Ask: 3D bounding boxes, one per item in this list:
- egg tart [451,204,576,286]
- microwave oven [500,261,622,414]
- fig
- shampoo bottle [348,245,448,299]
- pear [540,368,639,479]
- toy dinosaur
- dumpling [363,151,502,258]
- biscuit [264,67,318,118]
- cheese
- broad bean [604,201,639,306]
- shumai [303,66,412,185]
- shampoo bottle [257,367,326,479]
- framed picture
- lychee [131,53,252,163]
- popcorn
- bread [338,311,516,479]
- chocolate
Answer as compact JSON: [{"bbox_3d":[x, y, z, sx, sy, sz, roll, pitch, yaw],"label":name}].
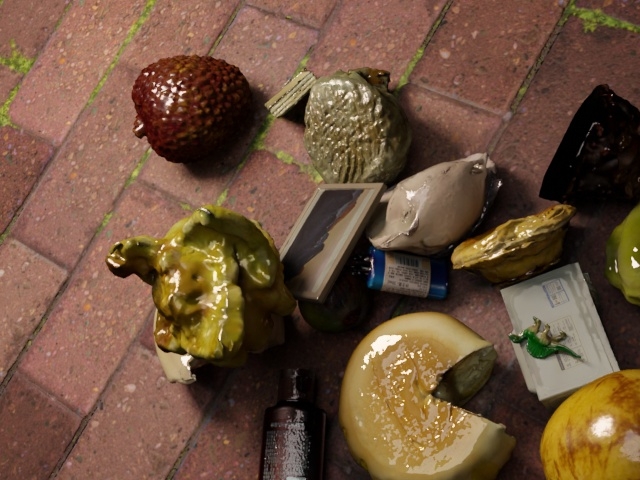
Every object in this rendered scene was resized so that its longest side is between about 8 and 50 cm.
[{"bbox_3d":[0.345,0.012,1.651,0.241,0.241,0.106,-23,89,14],"label":"egg tart"},{"bbox_3d":[0.411,0.168,1.596,0.162,0.122,0.208,-22,61,15],"label":"microwave oven"},{"bbox_3d":[0.003,0.072,1.824,0.149,0.149,0.245,-41,47,4],"label":"fig"},{"bbox_3d":[0.145,0.058,1.747,0.183,0.050,0.087,10,59,-12],"label":"shampoo bottle"},{"bbox_3d":[0.471,0.327,1.416,0.280,0.281,0.281,-9,66,21],"label":"pear"},{"bbox_3d":[0.368,0.168,1.533,0.119,0.029,0.060,31,99,26],"label":"toy dinosaur"},{"bbox_3d":[0.211,-0.057,1.776,0.293,0.204,0.163,-40,93,-23],"label":"dumpling"},{"bbox_3d":[-0.062,-0.310,1.987,0.121,0.199,0.040,-43,102,4],"label":"biscuit"},{"bbox_3d":[-0.205,0.167,1.873,0.266,0.127,0.233,-23,61,15],"label":"cheese"},{"bbox_3d":[0.619,0.005,1.574,0.291,0.119,0.238,-36,50,4],"label":"broad bean"},{"bbox_3d":[0.097,-0.225,1.898,0.225,0.222,0.261,-11,101,35],"label":"shumai"},{"bbox_3d":[-0.053,0.401,1.733,0.129,0.084,0.323,-6,66,19],"label":"shampoo bottle"},{"bbox_3d":[-0.001,-0.001,1.782,0.192,0.018,0.265,2,56,49],"label":"framed picture"},{"bbox_3d":[-0.282,-0.292,2.043,0.271,0.236,0.236,-29,58,-14],"label":"lychee"},{"bbox_3d":[-0.179,0.066,1.655,0.321,0.290,0.326,29,125,31],"label":"popcorn"},{"bbox_3d":[0.181,0.290,1.627,0.333,0.160,0.333,-10,63,21],"label":"bread"},{"bbox_3d":[0.521,-0.141,1.657,0.177,0.206,0.224,24,96,1],"label":"chocolate"}]
